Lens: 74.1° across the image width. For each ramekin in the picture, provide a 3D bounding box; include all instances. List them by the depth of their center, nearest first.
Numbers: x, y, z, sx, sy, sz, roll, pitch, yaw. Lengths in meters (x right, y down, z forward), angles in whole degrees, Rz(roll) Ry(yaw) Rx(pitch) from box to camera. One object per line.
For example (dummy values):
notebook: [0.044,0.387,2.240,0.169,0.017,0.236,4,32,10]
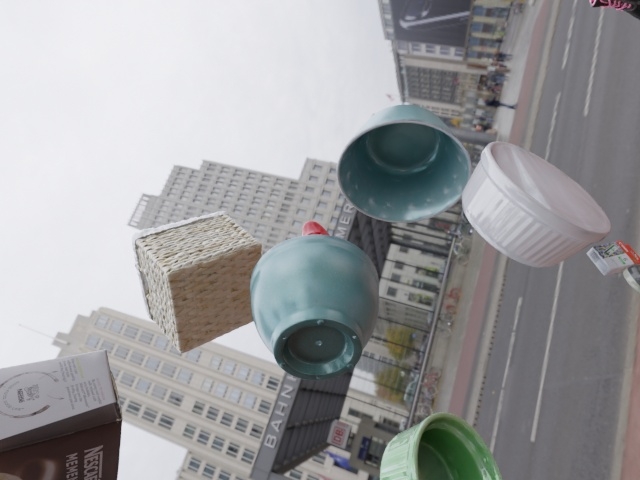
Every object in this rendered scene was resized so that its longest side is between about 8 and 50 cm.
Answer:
ramekin: [0.409,-0.067,0.843,0.127,0.273,0.273,-58,-2,37]
ramekin: [0.289,0.591,1.026,0.148,0.303,0.303,-43,9,40]

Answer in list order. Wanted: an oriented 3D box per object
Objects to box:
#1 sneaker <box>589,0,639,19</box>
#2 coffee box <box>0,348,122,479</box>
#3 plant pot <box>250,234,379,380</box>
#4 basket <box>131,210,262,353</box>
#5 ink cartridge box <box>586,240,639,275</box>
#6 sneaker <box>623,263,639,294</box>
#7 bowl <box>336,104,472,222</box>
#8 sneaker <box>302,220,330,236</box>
sneaker: [0.365,-0.307,0.528,0.057,0.119,0.047,-52,4,5]
coffee box: [-0.402,0.251,0.490,0.297,0.119,0.168,-5,-53,-34]
plant pot: [-0.008,0.161,0.887,0.196,0.293,0.292,-95,8,-58]
basket: [-0.384,0.124,1.367,0.331,0.266,0.328,-19,-55,-34]
ink cartridge box: [0.658,0.034,0.934,0.029,0.115,0.062,95,160,-53]
sneaker: [0.604,0.053,0.658,0.083,0.222,0.118,-80,4,-49]
bowl: [0.203,-0.206,1.049,0.311,0.312,0.163,87,-169,-48]
sneaker: [0.000,0.000,1.138,0.128,0.087,0.221,78,167,-51]
